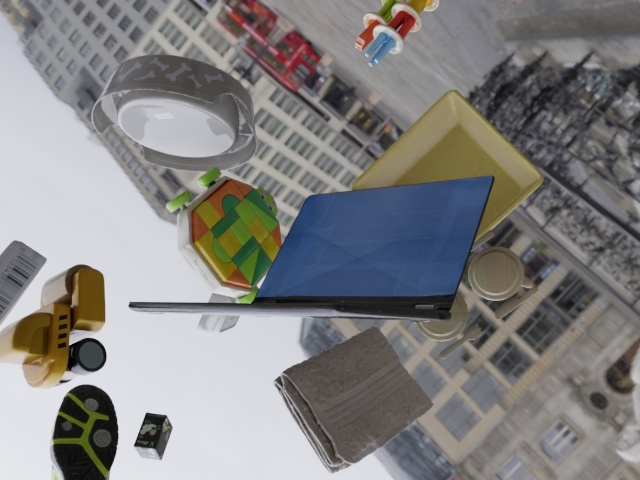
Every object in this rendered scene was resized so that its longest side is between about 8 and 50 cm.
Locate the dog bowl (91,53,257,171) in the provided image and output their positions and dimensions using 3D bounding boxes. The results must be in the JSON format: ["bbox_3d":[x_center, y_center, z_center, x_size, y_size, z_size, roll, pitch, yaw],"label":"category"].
[{"bbox_3d":[-0.300,-0.267,1.536,0.349,0.348,0.102,30,-122,-48],"label":"dog bowl"}]

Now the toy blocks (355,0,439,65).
[{"bbox_3d":[0.096,-0.317,1.093,0.054,0.148,0.123,48,159,-27],"label":"toy blocks"}]

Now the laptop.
[{"bbox_3d":[0.000,0.000,1.080,0.382,0.236,0.408,-4,172,38],"label":"laptop"}]

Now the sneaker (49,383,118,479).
[{"bbox_3d":[-0.509,0.492,1.507,0.145,0.147,0.385,13,-125,-32],"label":"sneaker"}]

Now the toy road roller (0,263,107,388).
[{"bbox_3d":[-0.712,0.221,1.892,0.240,0.202,0.330,19,-122,-45],"label":"toy road roller"}]

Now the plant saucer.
[{"bbox_3d":[0.270,-0.108,1.563,0.081,0.333,0.333,29,-158,-51],"label":"plant saucer"}]

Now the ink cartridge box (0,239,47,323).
[{"bbox_3d":[-0.557,0.158,1.126,0.072,0.304,0.307,35,157,-15],"label":"ink cartridge box"}]

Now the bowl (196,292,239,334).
[{"bbox_3d":[-0.236,0.173,1.797,0.053,0.142,0.142,31,-166,16],"label":"bowl"}]

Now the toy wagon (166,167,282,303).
[{"bbox_3d":[-0.177,-0.032,1.572,0.267,0.068,0.344,56,-142,-13],"label":"toy wagon"}]

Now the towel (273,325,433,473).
[{"bbox_3d":[0.064,0.259,1.225,0.282,0.049,0.187,-20,-110,-48],"label":"towel"}]

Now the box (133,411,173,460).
[{"bbox_3d":[-0.370,0.435,1.604,0.062,0.052,0.083,81,-162,-48],"label":"box"}]

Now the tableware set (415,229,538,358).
[{"bbox_3d":[0.238,0.088,1.155,0.128,0.194,0.039,56,-170,21],"label":"tableware set"}]
